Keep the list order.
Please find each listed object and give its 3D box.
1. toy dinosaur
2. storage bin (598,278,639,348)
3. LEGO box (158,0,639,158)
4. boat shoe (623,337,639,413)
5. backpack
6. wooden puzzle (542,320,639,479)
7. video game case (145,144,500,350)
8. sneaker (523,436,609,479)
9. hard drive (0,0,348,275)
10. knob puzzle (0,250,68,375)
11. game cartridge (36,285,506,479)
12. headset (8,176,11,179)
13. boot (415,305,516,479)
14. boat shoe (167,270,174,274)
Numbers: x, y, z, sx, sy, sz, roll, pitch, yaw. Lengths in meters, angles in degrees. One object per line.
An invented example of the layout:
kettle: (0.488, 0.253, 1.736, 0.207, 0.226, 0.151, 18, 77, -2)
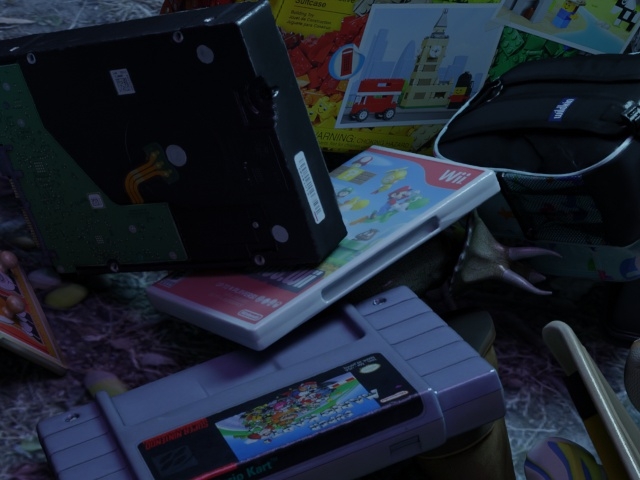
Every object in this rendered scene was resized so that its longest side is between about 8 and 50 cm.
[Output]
toy dinosaur: (0.049, 0.035, 1.736, 0.313, 0.121, 0.160, -18, 3, -21)
storage bin: (0.336, 0.036, 1.848, 0.098, 0.091, 0.135, 12, 38, 7)
LEGO box: (0.126, -0.283, 1.895, 0.500, 0.372, 0.193, 3, 33, -37)
boat shoe: (0.436, 0.137, 1.721, 0.324, 0.123, 0.116, 11, 29, -5)
backpack: (0.247, -0.080, 1.802, 0.253, 0.191, 0.225, 8, 42, 40)
wooden puzzle: (0.268, 0.203, 1.540, 0.044, 0.221, 0.238, -33, 39, 5)
video game case: (0.000, 0.000, 1.720, 0.285, 0.025, 0.204, -33, 25, -24)
sneaker: (0.197, 0.259, 1.529, 0.126, 0.091, 0.240, -10, 40, -19)
hard drive: (-0.156, -0.087, 1.708, 0.339, 0.237, 0.064, -5, 25, 35)
knob puzzle: (-0.320, 0.027, 1.703, 0.213, 0.030, 0.213, 42, 12, -11)
game cartridge: (-0.047, 0.146, 1.540, 0.355, 0.068, 0.230, -20, 18, -11)
headset: (-0.218, -0.103, 1.942, 0.394, 0.185, 0.243, 14, 31, 35)
boot: (0.121, 0.152, 1.669, 0.112, 0.115, 0.305, -22, 18, 10)
boat shoe: (-0.061, 0.032, 1.818, 0.170, 0.063, 0.059, -12, 43, -10)
